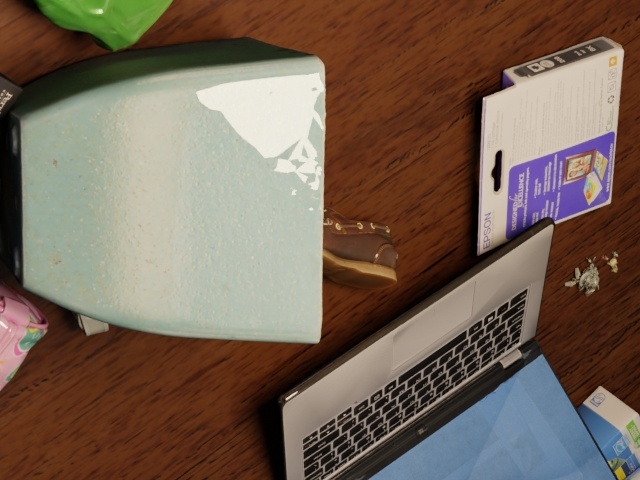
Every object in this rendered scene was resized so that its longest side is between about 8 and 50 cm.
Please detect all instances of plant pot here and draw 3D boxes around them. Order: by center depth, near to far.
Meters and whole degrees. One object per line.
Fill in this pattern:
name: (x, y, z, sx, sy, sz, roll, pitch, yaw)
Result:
plant pot: (-0.153, -0.045, 1.539, 0.252, 0.248, 0.247, -3, 101, -18)

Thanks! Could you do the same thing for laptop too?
laptop: (0.173, 0.251, 1.992, 0.382, 0.236, 0.408, -33, 152, -20)

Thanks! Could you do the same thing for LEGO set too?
LEGO set: (0.341, 0.042, 2.164, 0.083, 0.023, 0.054, -38, 133, -15)

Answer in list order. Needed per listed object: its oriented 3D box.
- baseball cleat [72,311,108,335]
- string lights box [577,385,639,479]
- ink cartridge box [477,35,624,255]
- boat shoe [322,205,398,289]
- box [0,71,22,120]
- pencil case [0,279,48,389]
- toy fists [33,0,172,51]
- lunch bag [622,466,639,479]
baseball cleat: (-0.180, 0.060, 1.732, 0.109, 0.072, 0.206, -49, 126, 5)
string lights box: (0.316, 0.328, 2.279, 0.260, 0.077, 0.133, -44, 136, -9)
ink cartridge box: (0.249, -0.107, 1.983, 0.208, 0.045, 0.206, -21, 127, -30)
boat shoe: (0.000, 0.000, 1.839, 0.207, 0.073, 0.073, 15, 68, -47)
box: (-0.392, -0.067, 1.421, 0.261, 0.103, 0.184, -55, 154, 2)
pencil case: (-0.368, 0.156, 1.592, 0.124, 0.124, 0.284, 35, 91, -45)
toy fists: (-0.153, -0.303, 1.509, 0.279, 0.096, 0.142, -50, 145, -5)
lunch bag: (0.456, 0.354, 2.233, 0.219, 0.176, 0.090, -30, 128, -25)
